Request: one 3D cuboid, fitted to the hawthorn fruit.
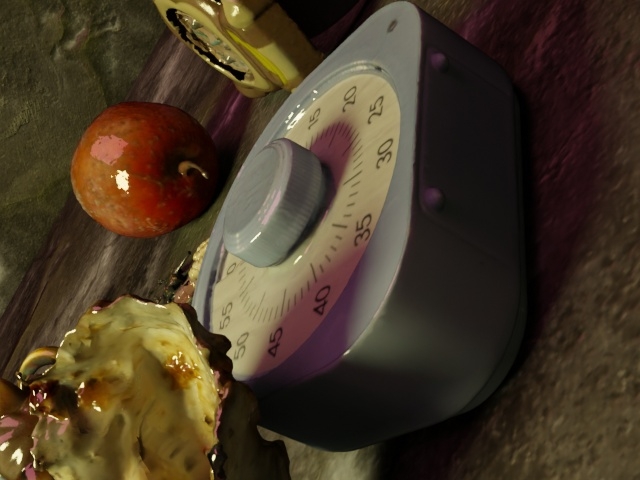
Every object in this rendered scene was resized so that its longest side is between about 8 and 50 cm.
[{"bbox_3d":[-0.274,-0.117,1.289,0.231,0.263,0.235,92,-171,-46],"label":"hawthorn fruit"}]

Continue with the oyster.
[{"bbox_3d":[-0.070,0.191,0.532,0.133,0.337,0.198,-26,-6,-44],"label":"oyster"}]

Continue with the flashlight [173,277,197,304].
[{"bbox_3d":[-0.189,0.069,1.143,0.110,0.052,0.031,-45,66,44],"label":"flashlight"}]

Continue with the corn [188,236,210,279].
[{"bbox_3d":[-0.084,-0.001,0.967,0.211,0.087,0.087,-40,34,31],"label":"corn"}]

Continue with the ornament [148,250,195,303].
[{"bbox_3d":[-0.241,0.073,1.238,0.125,0.028,0.073,-35,37,41],"label":"ornament"}]

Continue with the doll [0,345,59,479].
[{"bbox_3d":[-0.484,0.370,1.249,0.318,0.209,0.340,51,117,27],"label":"doll"}]

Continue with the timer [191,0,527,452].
[{"bbox_3d":[0.000,0.000,0.705,0.395,0.173,0.395,-41,34,37],"label":"timer"}]

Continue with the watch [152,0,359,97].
[{"bbox_3d":[-0.051,-0.399,1.117,0.327,0.314,0.335,-54,40,-7],"label":"watch"}]
